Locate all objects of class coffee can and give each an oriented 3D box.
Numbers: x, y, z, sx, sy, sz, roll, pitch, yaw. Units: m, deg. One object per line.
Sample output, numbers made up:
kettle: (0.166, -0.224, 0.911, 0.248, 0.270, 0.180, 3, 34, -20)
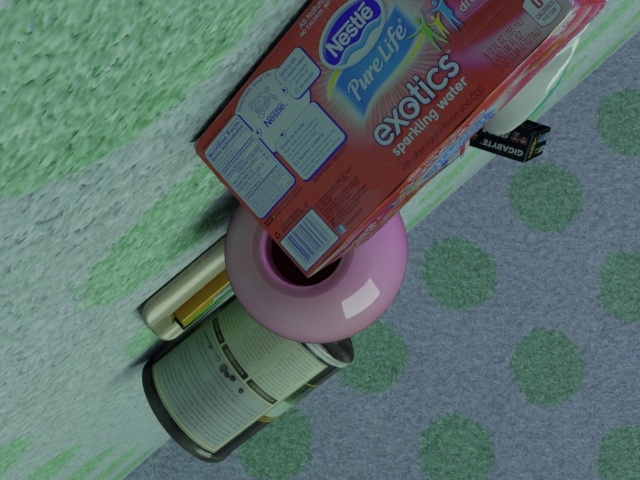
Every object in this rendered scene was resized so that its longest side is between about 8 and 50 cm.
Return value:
coffee can: (-0.114, 0.192, 1.547, 0.275, 0.201, 0.201, -39, 174, 14)

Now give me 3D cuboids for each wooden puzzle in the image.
wooden puzzle: (-0.137, 0.055, 1.317, 0.221, 0.044, 0.239, -40, 173, -11)

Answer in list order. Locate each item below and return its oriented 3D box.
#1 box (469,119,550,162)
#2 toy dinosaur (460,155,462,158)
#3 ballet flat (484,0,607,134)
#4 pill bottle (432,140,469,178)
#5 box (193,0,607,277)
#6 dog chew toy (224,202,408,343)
box: (0.257, -0.176, 1.520, 0.220, 0.175, 0.051, -25, 134, -69)
toy dinosaur: (0.292, -0.223, 2.092, 0.082, 0.047, 0.090, -29, 135, -25)
ballet flat: (0.261, -0.284, 1.162, 0.139, 0.139, 0.400, -35, 167, -43)
pill bottle: (0.107, -0.115, 1.348, 0.180, 0.108, 0.108, -39, 173, -17)
box: (0.059, -0.132, 0.787, 0.300, 0.154, 0.142, -47, 172, 28)
dog chew toy: (0.008, 0.019, 1.175, 0.206, 0.206, 0.332, -42, 170, 3)
